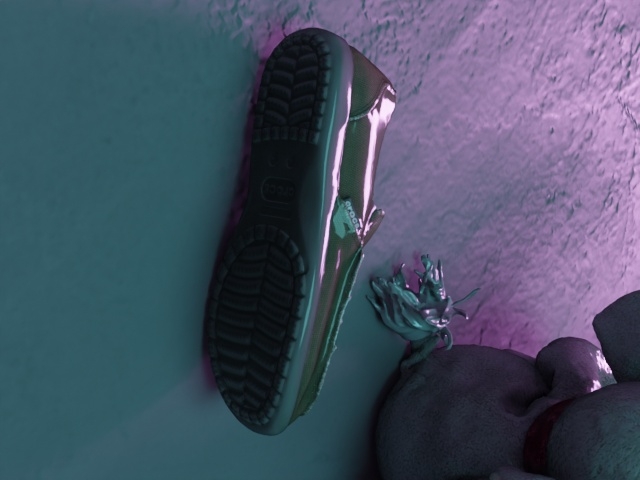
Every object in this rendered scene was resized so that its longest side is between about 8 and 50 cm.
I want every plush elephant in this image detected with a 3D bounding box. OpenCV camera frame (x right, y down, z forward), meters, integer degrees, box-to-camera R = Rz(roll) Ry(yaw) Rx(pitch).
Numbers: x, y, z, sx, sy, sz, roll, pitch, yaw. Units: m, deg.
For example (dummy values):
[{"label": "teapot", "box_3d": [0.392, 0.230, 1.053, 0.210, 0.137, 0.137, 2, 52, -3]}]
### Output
[{"label": "plush elephant", "box_3d": [0.182, 0.170, 0.876, 0.272, 0.255, 0.330, -42, 130, -26]}]

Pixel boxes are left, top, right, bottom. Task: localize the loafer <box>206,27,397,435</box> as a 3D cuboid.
[{"label": "loafer", "box_3d": [0.000, 0.000, 0.749, 0.087, 0.094, 0.251, 6, 101, -41]}]
